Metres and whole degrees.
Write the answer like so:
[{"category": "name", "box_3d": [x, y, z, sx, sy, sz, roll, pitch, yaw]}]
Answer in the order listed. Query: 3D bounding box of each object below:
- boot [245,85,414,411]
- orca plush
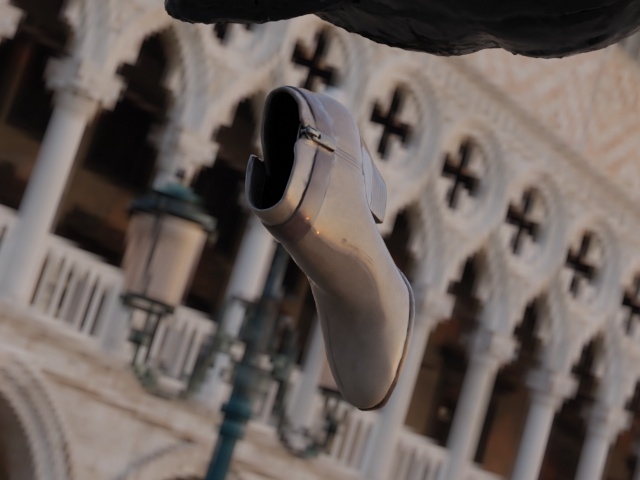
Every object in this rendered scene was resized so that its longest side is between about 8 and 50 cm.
[{"category": "boot", "box_3d": [0.000, 0.000, 0.704, 0.042, 0.118, 0.087, -14, -26, 24]}, {"category": "orca plush", "box_3d": [-0.020, -0.120, 0.568, 0.287, 0.102, 0.151, 39, -24, 25]}]
